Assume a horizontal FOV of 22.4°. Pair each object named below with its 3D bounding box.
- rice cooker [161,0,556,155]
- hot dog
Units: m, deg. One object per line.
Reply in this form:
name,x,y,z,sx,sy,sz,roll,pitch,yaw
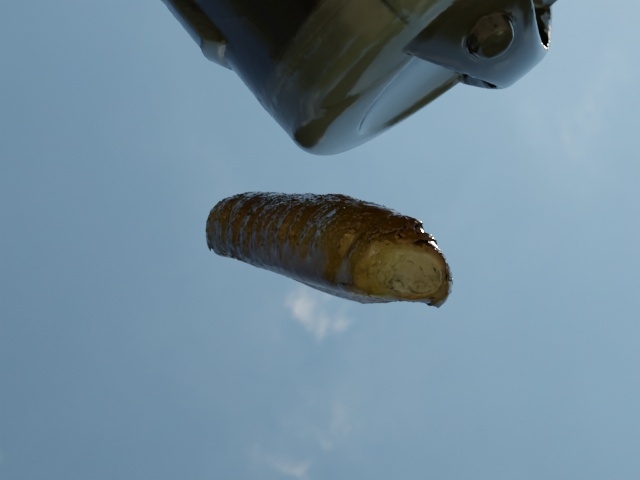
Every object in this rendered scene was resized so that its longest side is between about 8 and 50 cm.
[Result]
rice cooker,0.036,-0.238,1.119,0.335,0.335,0.325,-36,-97,-31
hot dog,-0.001,0.000,1.086,0.083,0.289,0.068,15,-89,-26
